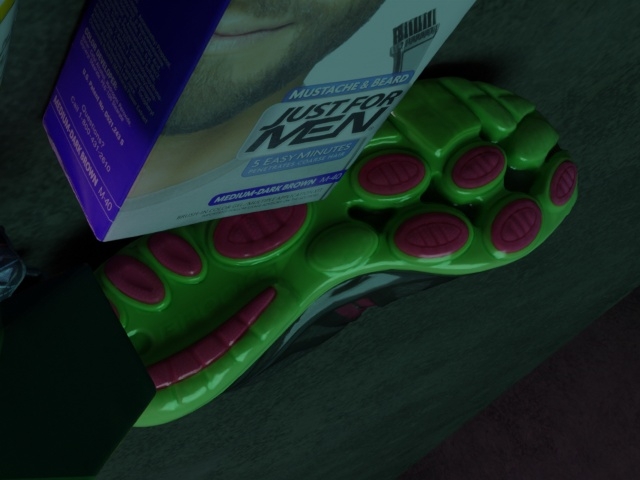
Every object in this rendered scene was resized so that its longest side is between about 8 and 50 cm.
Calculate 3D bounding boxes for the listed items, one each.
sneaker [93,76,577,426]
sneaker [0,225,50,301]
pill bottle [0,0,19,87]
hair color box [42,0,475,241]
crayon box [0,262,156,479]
[{"bbox_3d":[0.000,0.000,0.923,0.483,0.185,0.202,-23,177,-11],"label":"sneaker"},{"bbox_3d":[-0.252,0.076,0.790,0.125,0.104,0.262,-25,160,-20],"label":"sneaker"},{"bbox_3d":[-0.205,-0.079,0.358,0.188,0.188,0.334,-17,155,-34],"label":"pill bottle"},{"bbox_3d":[-0.014,-0.144,0.592,0.185,0.110,0.339,-13,152,-38],"label":"hair color box"},{"bbox_3d":[-0.300,0.164,0.538,0.363,0.106,0.313,-25,-172,13],"label":"crayon box"}]
